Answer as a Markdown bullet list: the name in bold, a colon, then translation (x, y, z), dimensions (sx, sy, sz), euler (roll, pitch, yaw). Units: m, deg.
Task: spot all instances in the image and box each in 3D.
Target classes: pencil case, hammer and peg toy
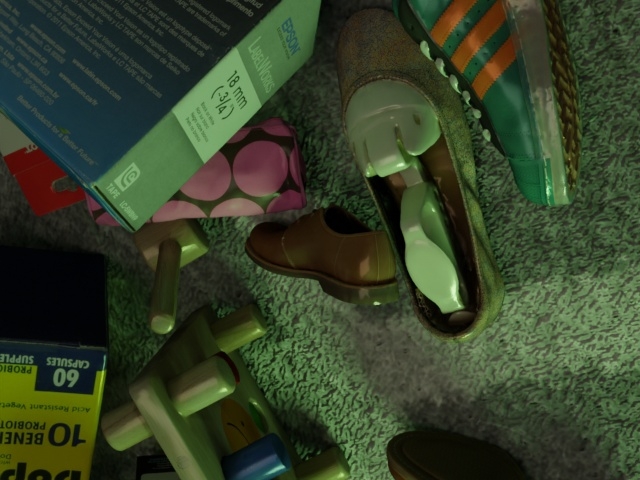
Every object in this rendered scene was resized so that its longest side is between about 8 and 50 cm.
- **pencil case**: translation (-0.118, -0.068, 0.897), dimensions (0.209, 0.095, 0.098), euler (-5, 105, -6)
- **hammer and peg toy**: translation (-0.110, 0.159, 0.923), dimensions (0.127, 0.266, 0.361), euler (-28, 98, 10)

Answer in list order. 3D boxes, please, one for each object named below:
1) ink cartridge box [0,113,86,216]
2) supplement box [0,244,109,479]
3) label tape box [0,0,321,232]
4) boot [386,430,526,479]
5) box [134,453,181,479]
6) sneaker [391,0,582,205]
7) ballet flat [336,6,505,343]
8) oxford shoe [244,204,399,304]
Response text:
- **ink cartridge box**: translation (-0.275, -0.155, 0.978), dimensions (0.134, 0.078, 0.231), euler (-17, 102, 28)
- **supplement box**: translation (-0.350, 0.203, 1.043), dimensions (0.194, 0.195, 0.356), euler (6, 117, -16)
- **label tape box**: translation (-0.134, -0.208, 0.826), dimensions (0.241, 0.106, 0.333), euler (40, 80, 23)
- **boot**: translation (0.169, 0.331, 0.972), dimensions (0.283, 0.109, 0.220), euler (23, 121, 6)
- **box**: translation (-0.152, 0.372, 1.005), dimensions (0.087, 0.290, 0.169), euler (-2, 112, -7)
- **sneaker**: translation (0.132, -0.169, 0.787), dimensions (0.121, 0.108, 0.302), euler (-12, 96, 28)
- **ballet flat**: translation (0.087, -0.052, 0.845), dimensions (0.108, 0.106, 0.316), euler (-19, 101, 27)
- **oxford shoe**: translation (0.000, 0.000, 0.892), dimensions (0.212, 0.076, 0.076), euler (14, 109, 52)
